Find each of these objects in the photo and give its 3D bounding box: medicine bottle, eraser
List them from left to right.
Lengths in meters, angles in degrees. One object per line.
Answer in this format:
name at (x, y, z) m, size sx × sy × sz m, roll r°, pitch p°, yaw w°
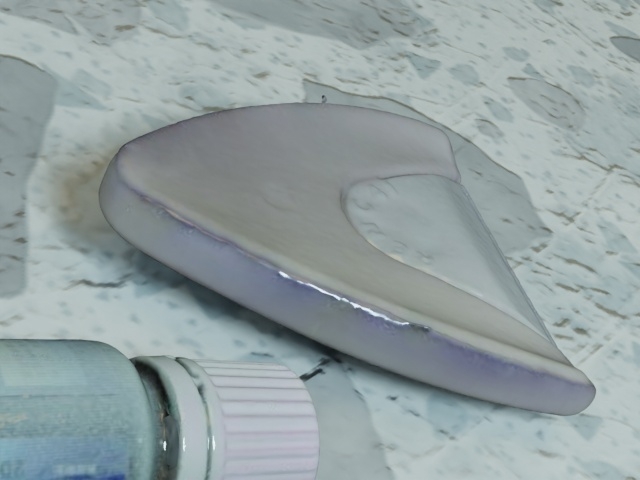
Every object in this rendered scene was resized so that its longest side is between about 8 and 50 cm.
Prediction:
medicine bottle at (-0.100, 0.078, 0.595) m, size 0.203 × 0.083 × 0.083 m, roll 3°, pitch 41°, yaw -31°
eraser at (-0.001, 0.001, 0.789) m, size 0.243 × 0.059 × 0.204 m, roll 10°, pitch 38°, yaw -31°
